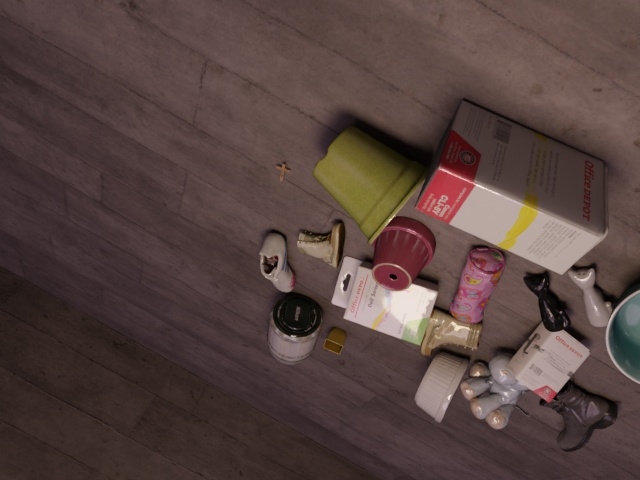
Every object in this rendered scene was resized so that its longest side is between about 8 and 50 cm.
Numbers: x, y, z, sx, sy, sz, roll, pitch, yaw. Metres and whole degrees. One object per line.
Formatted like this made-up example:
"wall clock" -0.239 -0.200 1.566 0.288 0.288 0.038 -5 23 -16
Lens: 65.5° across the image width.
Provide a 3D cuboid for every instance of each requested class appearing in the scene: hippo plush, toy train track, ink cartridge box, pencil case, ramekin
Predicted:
"hippo plush" 0.684 0.539 1.807 0.294 0.234 0.237 22 138 1
"toy train track" -0.123 -0.226 1.632 0.048 0.014 0.083 19 146 0
"ink cartridge box" 0.749 0.394 1.643 0.158 0.092 0.218 36 97 -10
"pencil case" 0.498 0.147 1.598 0.124 0.124 0.284 17 140 13
"ink cartridge box" 0.458 -0.130 1.191 0.384 0.279 0.160 25 141 4
"ramekin" 0.472 0.564 1.954 0.127 0.273 0.273 26 142 21
"ink cartridge box" 0.213 0.204 1.746 0.353 0.119 0.207 17 102 12

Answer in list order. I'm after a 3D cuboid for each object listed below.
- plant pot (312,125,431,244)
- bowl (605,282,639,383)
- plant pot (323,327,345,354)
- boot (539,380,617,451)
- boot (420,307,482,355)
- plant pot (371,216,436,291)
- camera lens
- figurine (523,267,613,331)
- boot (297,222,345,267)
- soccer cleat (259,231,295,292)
"plant pot" 0.126 -0.172 1.380 0.254 0.276 0.276 39 140 4
"bowl" 0.933 0.229 1.351 0.311 0.163 0.312 6 109 17
"plant pot" 0.068 0.431 2.170 0.081 0.083 0.081 23 141 6
"boot" 0.945 0.668 1.919 0.222 0.118 0.338 25 130 8
"boot" 0.488 0.368 1.860 0.203 0.095 0.262 14 135 15
"plant pot" 0.250 0.054 1.588 0.201 0.180 0.201 16 138 15
"camera lens" -0.113 0.380 2.113 0.219 0.219 0.274 22 140 7
"figurine" 0.752 0.169 1.504 0.214 0.092 0.209 -17 119 40
"boot" 0.000 0.000 1.755 0.165 0.077 0.213 20 143 13
"soccer cleat" -0.180 0.114 1.926 0.116 0.143 0.331 12 138 19
